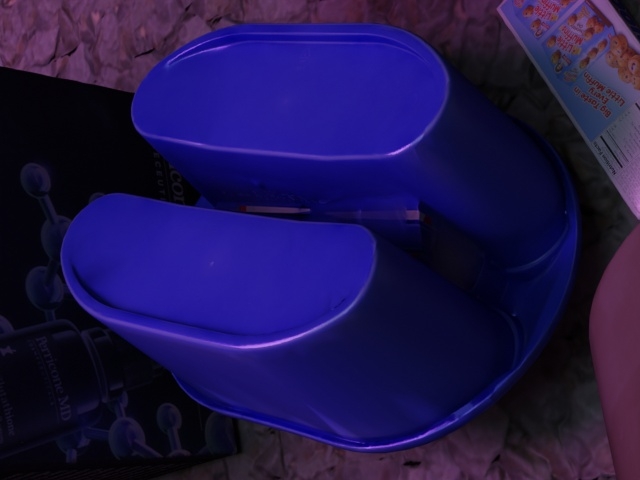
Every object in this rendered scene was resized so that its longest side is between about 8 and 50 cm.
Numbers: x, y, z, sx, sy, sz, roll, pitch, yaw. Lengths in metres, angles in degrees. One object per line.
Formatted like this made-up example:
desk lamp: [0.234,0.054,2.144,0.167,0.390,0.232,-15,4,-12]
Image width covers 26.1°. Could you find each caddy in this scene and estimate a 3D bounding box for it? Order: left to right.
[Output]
caddy: [0.000,0.000,0.890,0.341,0.179,0.241,9,69,44]

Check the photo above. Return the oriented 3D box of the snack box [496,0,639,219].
snack box: [0.174,-0.099,0.838,0.064,0.022,0.178,-46,57,30]

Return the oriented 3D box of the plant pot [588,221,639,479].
plant pot: [0.254,0.107,0.573,0.323,0.323,0.280,-51,41,27]

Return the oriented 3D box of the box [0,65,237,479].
box: [-0.286,0.041,0.997,0.212,0.395,0.293,-22,72,39]
